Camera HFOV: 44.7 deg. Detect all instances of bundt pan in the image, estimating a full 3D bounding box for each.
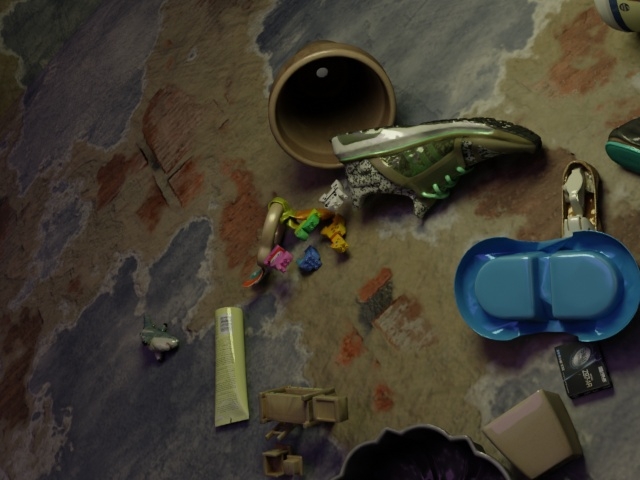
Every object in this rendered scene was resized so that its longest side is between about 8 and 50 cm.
[{"bbox_3d":[0.168,0.434,1.131,0.331,0.124,0.330,-9,73,30],"label":"bundt pan"}]

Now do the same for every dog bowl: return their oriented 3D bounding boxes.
[{"bbox_3d":[0.360,0.073,1.225,0.297,0.074,0.165,-5,85,38],"label":"dog bowl"}]

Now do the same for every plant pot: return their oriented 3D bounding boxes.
[{"bbox_3d":[0.012,-0.317,1.648,0.263,0.263,0.229,-38,32,17],"label":"plant pot"},{"bbox_3d":[0.321,0.293,1.149,0.109,0.109,0.096,-39,60,16],"label":"plant pot"}]

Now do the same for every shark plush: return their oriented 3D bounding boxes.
[{"bbox_3d":[-0.375,0.220,1.805,0.067,0.073,0.161,-38,24,-9],"label":"shark plush"}]

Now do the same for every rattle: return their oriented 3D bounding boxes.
[{"bbox_3d":[-0.069,0.019,1.646,0.130,0.143,0.199,147,139,-75],"label":"rattle"}]

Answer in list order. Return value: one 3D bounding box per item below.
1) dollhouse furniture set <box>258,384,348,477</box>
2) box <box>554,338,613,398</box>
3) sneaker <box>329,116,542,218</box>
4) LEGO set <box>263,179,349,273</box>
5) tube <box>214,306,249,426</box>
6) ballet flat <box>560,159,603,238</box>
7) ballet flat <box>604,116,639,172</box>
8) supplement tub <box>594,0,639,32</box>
[{"bbox_3d":[-0.008,0.351,1.412,0.182,0.101,0.160,-4,89,37],"label":"dollhouse furniture set"},{"bbox_3d":[0.402,0.193,1.192,0.067,0.018,0.083,-25,53,27],"label":"box"},{"bbox_3d":[0.217,-0.135,1.473,0.411,0.158,0.181,-1,100,33],"label":"sneaker"},{"bbox_3d":[0.000,0.000,1.572,0.227,0.087,0.093,-49,31,7],"label":"LEGO set"},{"bbox_3d":[-0.187,0.259,1.612,0.070,0.062,0.240,114,154,-61],"label":"tube"},{"bbox_3d":[0.419,-0.041,1.271,0.073,0.067,0.206,-13,60,33],"label":"ballet flat"},{"bbox_3d":[0.563,-0.119,1.185,0.096,0.095,0.280,-40,46,-4],"label":"ballet flat"},{"bbox_3d":[0.619,-0.443,1.211,0.325,0.235,0.235,15,77,43],"label":"supplement tub"}]
